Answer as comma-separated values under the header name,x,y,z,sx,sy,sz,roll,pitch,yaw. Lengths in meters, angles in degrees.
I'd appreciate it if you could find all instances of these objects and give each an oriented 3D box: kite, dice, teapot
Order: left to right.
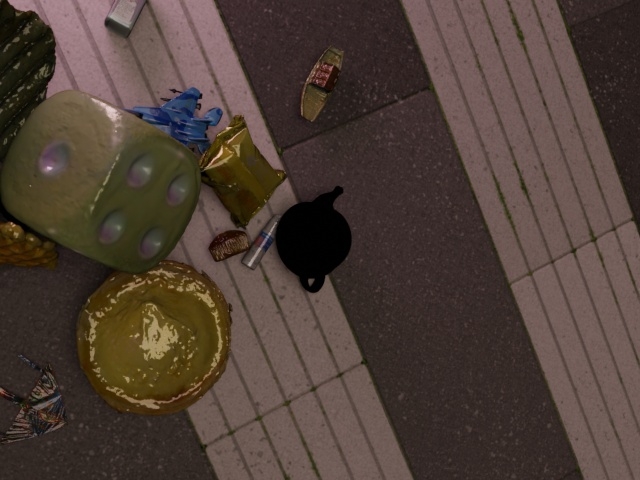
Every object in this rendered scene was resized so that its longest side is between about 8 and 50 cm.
name,x,y,z,sx,sy,sz,roll,pitch,yaw
kite,-0.559,0.321,1.527,0.160,0.010,0.183,33,84,-20
dice,-0.386,-0.103,1.403,0.254,0.250,0.252,26,85,28
teapot,0.000,0.000,1.659,0.159,0.159,0.232,8,101,-19

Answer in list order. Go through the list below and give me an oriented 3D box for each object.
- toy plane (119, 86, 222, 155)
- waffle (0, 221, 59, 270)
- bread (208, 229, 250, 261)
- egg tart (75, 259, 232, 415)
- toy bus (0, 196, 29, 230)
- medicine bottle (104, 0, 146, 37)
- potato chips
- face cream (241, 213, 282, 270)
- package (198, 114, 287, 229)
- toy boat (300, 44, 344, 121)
name,x,y,z,sx,sy,sz,roll,pitch,yaw
toy plane,-0.321,-0.233,1.571,0.246,0.078,0.169,9,87,-13
waffle,-0.591,-0.001,1.380,0.291,0.291,0.051,12,76,-19
bread,-0.188,0.007,1.616,0.085,0.085,0.053,-23,93,-18
egg tart,-0.326,0.187,1.550,0.315,0.120,0.315,0,91,-17
toy bus,-0.586,-0.085,1.441,0.057,0.072,0.172,-49,148,-12
medicine bottle,-0.373,-0.464,1.548,0.055,0.074,0.118,27,82,-17
potato chips,-0.618,-0.227,1.346,0.070,0.358,0.429,38,82,17
face cream,-0.118,0.000,1.664,0.034,0.034,0.130,36,79,-16
package,-0.166,-0.134,1.595,0.168,0.090,0.226,-48,135,-11
toy boat,0.001,-0.333,1.685,0.065,0.066,0.172,27,83,-21
